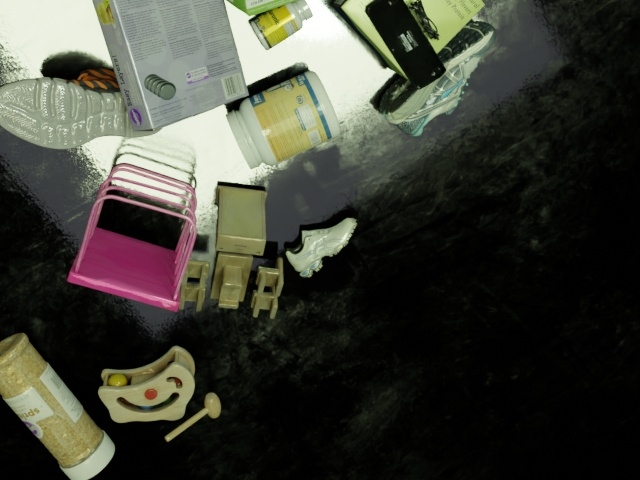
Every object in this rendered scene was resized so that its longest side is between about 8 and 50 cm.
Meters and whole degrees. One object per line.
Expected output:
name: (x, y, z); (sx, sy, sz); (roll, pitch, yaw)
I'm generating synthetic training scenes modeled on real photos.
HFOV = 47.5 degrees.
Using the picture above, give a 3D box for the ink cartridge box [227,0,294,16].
ink cartridge box: (-0.089, -0.558, 1.290); (0.188, 0.097, 0.255); (-27, 137, -22)

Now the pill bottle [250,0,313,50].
pill bottle: (-0.075, -0.431, 1.431); (0.116, 0.065, 0.065); (-32, 113, 2)

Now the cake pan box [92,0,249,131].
cake pan box: (-0.263, -0.355, 1.344); (0.266, 0.070, 0.246); (-33, 118, -42)

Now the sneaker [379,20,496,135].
sneaker: (0.256, -0.336, 1.519); (0.283, 0.110, 0.122); (-41, 129, 10)

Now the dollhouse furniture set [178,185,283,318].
dollhouse furniture set: (-0.187, 0.028, 1.575); (0.212, 0.161, 0.242); (7, 132, -12)

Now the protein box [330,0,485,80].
protein box: (0.166, -0.462, 1.421); (0.200, 0.136, 0.201); (42, 100, -20)

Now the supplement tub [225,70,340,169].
supplement tub: (-0.075, -0.238, 1.461); (0.199, 0.144, 0.144); (-24, 113, 0)

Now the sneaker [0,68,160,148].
sneaker: (-0.461, -0.253, 1.356); (0.321, 0.180, 0.125); (-3, 114, -39)

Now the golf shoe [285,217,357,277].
golf shoe: (0.000, 0.000, 1.611); (0.176, 0.069, 0.086); (-43, 106, 7)

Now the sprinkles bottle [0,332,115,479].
sprinkles bottle: (-0.605, 0.375, 1.621); (0.121, 0.121, 0.355); (-28, 112, 2)

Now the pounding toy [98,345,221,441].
pounding toy: (-0.359, 0.343, 1.630); (0.269, 0.155, 0.154); (-1, 115, -9)

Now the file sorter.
file sorter: (-0.350, -0.023, 1.423); (0.202, 0.291, 0.182); (18, 104, -15)

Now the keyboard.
keyboard: (0.174, -0.385, 1.367); (0.100, 0.038, 0.192); (-25, 116, 27)
